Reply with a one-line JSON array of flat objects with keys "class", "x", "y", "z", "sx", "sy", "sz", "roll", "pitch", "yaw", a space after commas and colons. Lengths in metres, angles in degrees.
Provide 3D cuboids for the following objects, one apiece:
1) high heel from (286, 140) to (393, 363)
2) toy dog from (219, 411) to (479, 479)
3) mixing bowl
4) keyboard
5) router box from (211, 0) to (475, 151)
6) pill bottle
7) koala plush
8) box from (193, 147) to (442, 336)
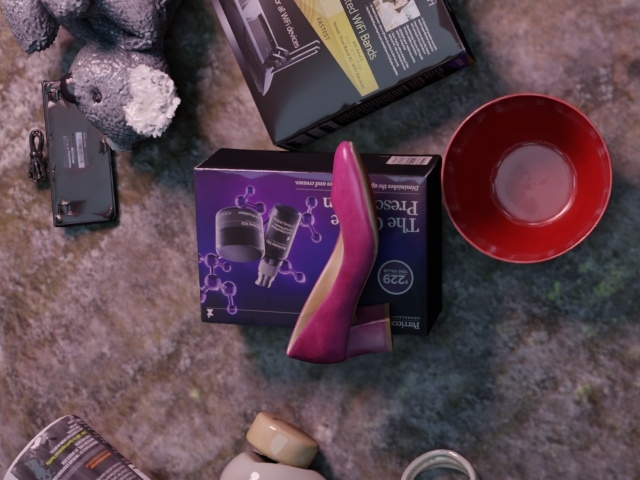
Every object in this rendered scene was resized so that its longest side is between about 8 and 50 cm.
[{"class": "high heel", "x": 0.006, "y": 0.017, "z": 1.487, "sx": 0.117, "sy": 0.082, "sz": 0.244, "roll": -6, "pitch": 117, "yaw": 5}, {"class": "toy dog", "x": 0.005, "y": 0.322, "z": 1.563, "sx": 0.333, "sy": 0.161, "sz": 0.220, "roll": 11, "pitch": 91, "yaw": 14}, {"class": "mixing bowl", "x": 0.228, "y": -0.065, "z": 1.549, "sx": 0.181, "sy": 0.098, "sz": 0.182, "roll": 0, "pitch": 89, "yaw": 14}, {"class": "keyboard", "x": -0.305, "y": -0.107, "z": 1.726, "sx": 0.108, "sy": 0.023, "sz": 0.180, "roll": -6, "pitch": 86, "yaw": 8}, {"class": "router box", "x": 0.002, "y": -0.292, "z": 1.621, "sx": 0.243, "sy": 0.081, "sz": 0.309, "roll": -24, "pitch": 83, "yaw": 13}, {"class": "pill bottle", "x": -0.240, "y": 0.325, "z": 1.640, "sx": 0.245, "sy": 0.130, "sz": 0.130, "roll": 39, "pitch": 98, "yaw": 13}, {"class": "koala plush", "x": -0.229, "y": -0.213, "z": 1.628, "sx": 0.203, "sy": 0.196, "sz": 0.221, "roll": -14, "pitch": 88, "yaw": -27}, {"class": "box", "x": 0.000, "y": 0.000, "z": 1.582, "sx": 0.261, "sy": 0.103, "sz": 0.184, "roll": 2, "pitch": 109, "yaw": 14}]
